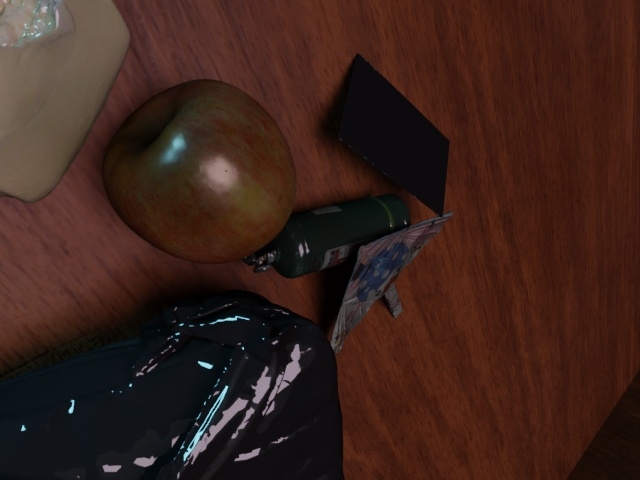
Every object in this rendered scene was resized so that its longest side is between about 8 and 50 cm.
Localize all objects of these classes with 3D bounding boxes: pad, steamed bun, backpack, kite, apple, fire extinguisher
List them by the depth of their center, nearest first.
[{"bbox_3d":[-0.270,-0.150,0.348,0.200,0.170,0.225,29,85,-35],"label":"steamed bun"},{"bbox_3d":[-0.120,-0.067,0.478,0.188,0.188,0.174,-53,133,-12],"label":"apple"},{"bbox_3d":[-0.180,0.253,0.488,0.445,0.255,0.363,-14,105,-21],"label":"backpack"},{"bbox_3d":[0.000,0.000,0.651,0.294,0.118,0.093,-15,81,-35],"label":"fire extinguisher"},{"bbox_3d":[0.126,-0.157,0.696,0.243,0.004,0.164,31,59,-33],"label":"pad"},{"bbox_3d":[0.112,0.070,0.737,0.335,0.011,0.314,-47,149,-5],"label":"kite"}]
